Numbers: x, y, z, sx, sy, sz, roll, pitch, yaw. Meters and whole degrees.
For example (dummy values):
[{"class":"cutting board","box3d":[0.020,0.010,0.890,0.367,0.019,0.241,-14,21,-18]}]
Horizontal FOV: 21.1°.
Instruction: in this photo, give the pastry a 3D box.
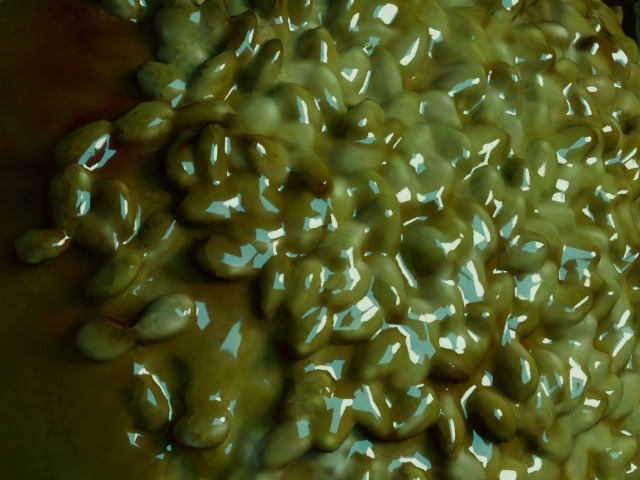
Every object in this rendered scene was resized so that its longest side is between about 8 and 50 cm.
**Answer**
[{"class":"pastry","box3d":[0.000,0.000,0.768,0.409,0.245,0.410,11,65,-24]}]

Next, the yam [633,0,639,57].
[{"class":"yam","box3d":[0.327,-0.237,1.099,0.241,0.241,0.348,26,58,-24]}]
